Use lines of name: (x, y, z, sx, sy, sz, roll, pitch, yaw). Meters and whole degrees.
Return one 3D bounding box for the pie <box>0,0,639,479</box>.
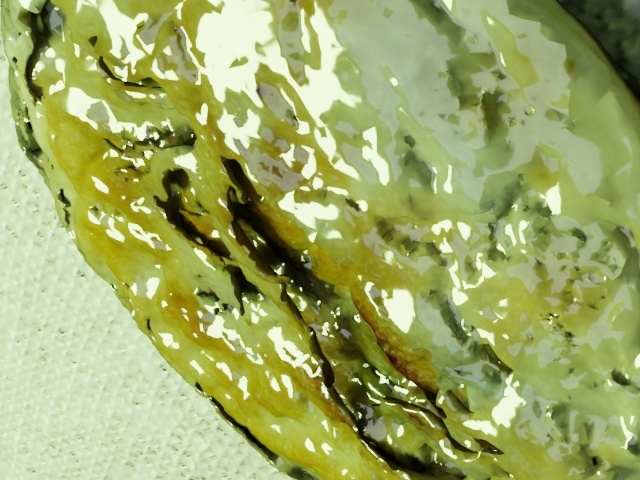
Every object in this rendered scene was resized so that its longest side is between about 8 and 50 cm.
pie: (0.000, -0.001, 0.660, 0.339, 0.077, 0.339, 30, 143, 25)
